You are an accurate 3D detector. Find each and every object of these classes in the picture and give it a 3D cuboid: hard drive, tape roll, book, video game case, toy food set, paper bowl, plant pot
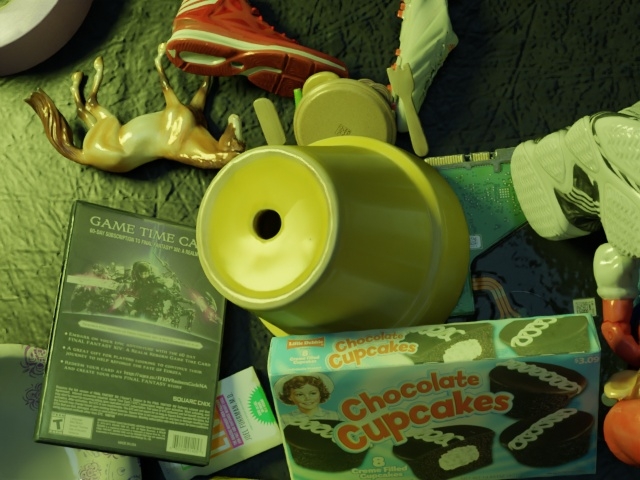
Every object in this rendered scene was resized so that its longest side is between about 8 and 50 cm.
[{"bbox_3d":[0.219,0.065,1.268,0.237,0.064,0.339,-6,80,5],"label":"hard drive"},{"bbox_3d":[-0.425,-0.349,1.397,0.274,0.090,0.275,-1,79,6],"label":"tape roll"},{"bbox_3d":[-0.125,0.219,1.297,0.144,0.035,0.096,-24,83,0],"label":"book"},{"bbox_3d":[-0.204,0.104,1.253,0.196,0.026,0.274,14,67,-23],"label":"video game case"},{"bbox_3d":[0.029,-0.139,1.315,0.192,0.038,0.132,-10,113,17],"label":"toy food set"},{"bbox_3d":[-0.351,0.267,1.209,0.148,0.284,0.284,-32,74,42],"label":"paper bowl"},{"bbox_3d":[0.000,0.000,1.178,0.254,0.239,0.254,-5,80,27],"label":"plant pot"}]

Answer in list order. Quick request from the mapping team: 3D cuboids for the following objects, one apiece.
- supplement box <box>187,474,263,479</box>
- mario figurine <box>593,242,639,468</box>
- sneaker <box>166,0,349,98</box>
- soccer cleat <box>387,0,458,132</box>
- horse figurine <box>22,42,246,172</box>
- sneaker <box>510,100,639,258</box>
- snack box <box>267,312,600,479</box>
[{"bbox_3d":[0.012,0.369,1.160,0.356,0.195,0.194,3,87,7],"label":"supplement box"},{"bbox_3d":[0.374,0.097,1.099,0.198,0.170,0.320,-1,40,17],"label":"mario figurine"},{"bbox_3d":[-0.068,-0.255,1.345,0.221,0.087,0.128,13,61,-12],"label":"sneaker"},{"bbox_3d":[0.125,-0.223,1.329,0.076,0.068,0.196,9,81,-2],"label":"soccer cleat"},{"bbox_3d":[-0.221,-0.147,1.353,0.263,0.066,0.174,-10,73,2],"label":"horse figurine"},{"bbox_3d":[0.339,-0.081,1.079,0.210,0.366,0.137,-20,95,-10],"label":"sneaker"},{"bbox_3d":[0.118,0.170,1.139,0.322,0.187,0.060,-5,39,6],"label":"snack box"}]
